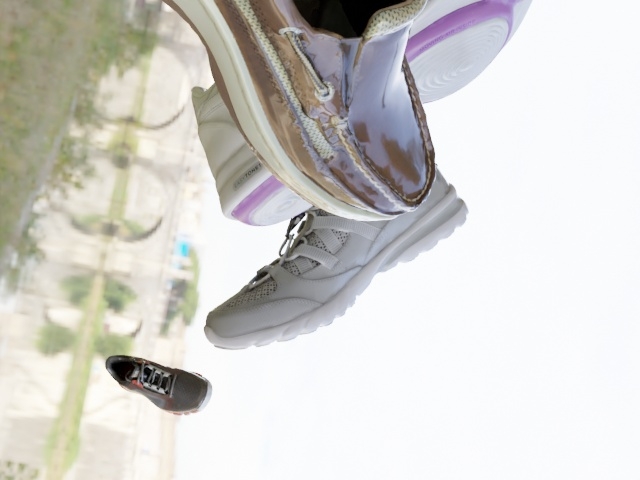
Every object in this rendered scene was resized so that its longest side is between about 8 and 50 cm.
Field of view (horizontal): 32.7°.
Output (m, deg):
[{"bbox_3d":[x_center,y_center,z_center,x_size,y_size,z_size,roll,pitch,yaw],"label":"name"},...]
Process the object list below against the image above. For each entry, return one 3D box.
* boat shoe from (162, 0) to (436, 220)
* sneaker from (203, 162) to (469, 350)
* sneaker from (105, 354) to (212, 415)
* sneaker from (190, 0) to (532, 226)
[{"bbox_3d":[0.004,-0.093,0.485,0.095,0.257,0.095,0,-122,35],"label":"boat shoe"},{"bbox_3d":[0.000,0.000,0.998,0.115,0.281,0.105,60,-25,-11],"label":"sneaker"},{"bbox_3d":[-0.214,0.183,1.400,0.065,0.157,0.061,42,62,-58],"label":"sneaker"},{"bbox_3d":[0.016,-0.143,0.775,0.305,0.114,0.152,-36,-114,25],"label":"sneaker"}]
